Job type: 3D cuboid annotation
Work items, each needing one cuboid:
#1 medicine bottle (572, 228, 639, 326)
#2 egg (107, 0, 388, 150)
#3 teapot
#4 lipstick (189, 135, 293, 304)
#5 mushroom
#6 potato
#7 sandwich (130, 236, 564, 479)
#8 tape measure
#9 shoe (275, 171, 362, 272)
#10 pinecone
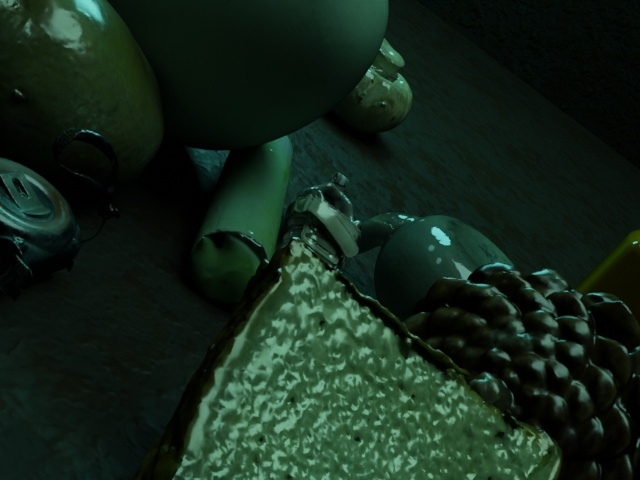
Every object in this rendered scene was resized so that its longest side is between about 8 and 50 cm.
[{"bbox_3d":[0.355,0.113,1.285,0.149,0.222,0.112,44,21,8],"label":"medicine bottle"},{"bbox_3d":[-0.081,-0.205,1.038,0.230,0.230,0.371,27,-17,-32],"label":"egg"},{"bbox_3d":[0.140,0.067,1.148,0.294,0.129,0.193,46,21,6],"label":"teapot"},{"bbox_3d":[-0.072,-0.036,1.054,0.076,0.076,0.304,36,22,-13],"label":"lipstick"},{"bbox_3d":[0.068,-0.238,1.619,0.166,0.127,0.166,30,30,-19],"label":"mushroom"},{"bbox_3d":[-0.219,-0.133,0.887,0.235,0.160,0.178,34,55,-56],"label":"potato"},{"bbox_3d":[0.019,0.157,0.697,0.251,0.087,0.226,36,57,-12],"label":"sandwich"},{"bbox_3d":[-0.194,-0.048,0.746,0.107,0.180,0.104,45,37,7],"label":"tape measure"},{"bbox_3d":[0.000,0.000,1.078,0.089,0.092,0.180,36,22,-16],"label":"shoe"},{"bbox_3d":[0.176,0.136,0.915,0.264,0.264,0.264,35,22,-16],"label":"pinecone"}]
